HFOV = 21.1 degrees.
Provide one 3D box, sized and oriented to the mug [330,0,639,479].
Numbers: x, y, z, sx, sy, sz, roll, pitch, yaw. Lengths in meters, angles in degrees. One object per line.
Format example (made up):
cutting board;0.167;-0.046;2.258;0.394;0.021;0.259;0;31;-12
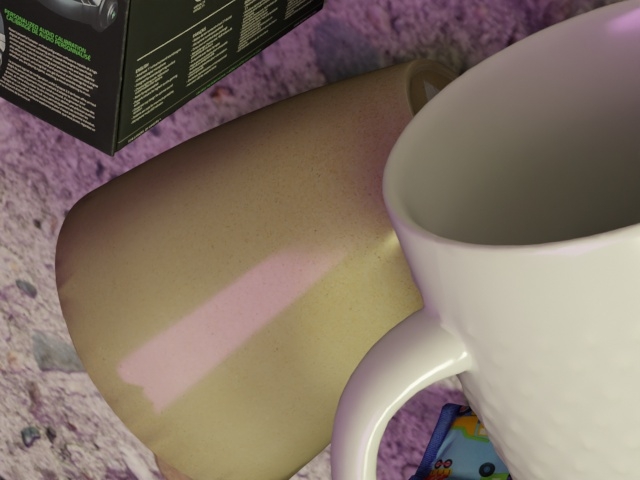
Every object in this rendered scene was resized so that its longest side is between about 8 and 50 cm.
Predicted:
mug;0.179;0.081;1.005;0.328;0.374;0.276;66;169;-27

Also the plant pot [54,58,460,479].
plant pot;0.000;0.000;1.192;0.274;0.256;0.256;-36;94;30

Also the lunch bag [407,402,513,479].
lunch bag;0.200;0.284;1.309;0.221;0.138;0.293;7;135;34

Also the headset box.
headset box;-0.094;-0.241;1.073;0.131;0.246;0.283;28;133;20
